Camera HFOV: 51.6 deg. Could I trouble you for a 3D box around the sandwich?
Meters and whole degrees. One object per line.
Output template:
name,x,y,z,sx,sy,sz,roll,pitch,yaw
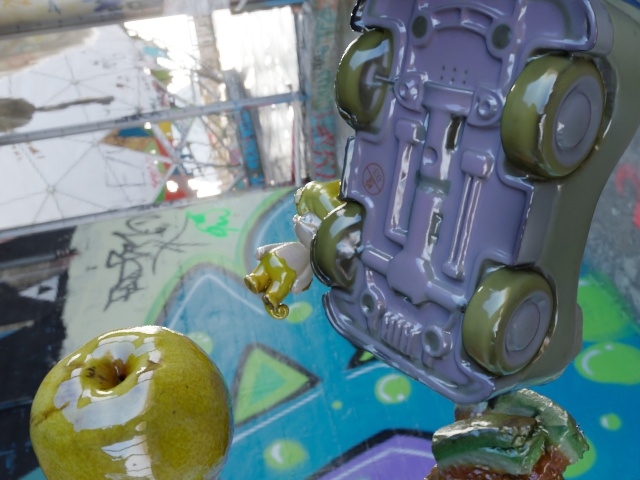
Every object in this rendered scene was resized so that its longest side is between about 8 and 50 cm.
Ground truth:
sandwich,0.237,0.354,1.040,0.301,0.162,0.250,-59,26,-6

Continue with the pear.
pear,-0.193,0.201,0.709,0.209,0.208,0.209,169,90,-81

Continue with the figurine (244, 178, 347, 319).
figurine,0.000,0.000,0.954,0.156,0.246,0.131,45,161,17

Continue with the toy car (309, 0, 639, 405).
toy car,0.151,-0.049,0.599,0.242,0.226,0.336,24,111,46
